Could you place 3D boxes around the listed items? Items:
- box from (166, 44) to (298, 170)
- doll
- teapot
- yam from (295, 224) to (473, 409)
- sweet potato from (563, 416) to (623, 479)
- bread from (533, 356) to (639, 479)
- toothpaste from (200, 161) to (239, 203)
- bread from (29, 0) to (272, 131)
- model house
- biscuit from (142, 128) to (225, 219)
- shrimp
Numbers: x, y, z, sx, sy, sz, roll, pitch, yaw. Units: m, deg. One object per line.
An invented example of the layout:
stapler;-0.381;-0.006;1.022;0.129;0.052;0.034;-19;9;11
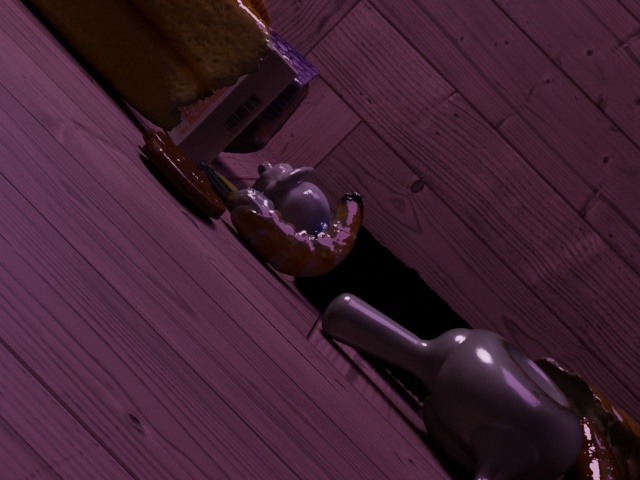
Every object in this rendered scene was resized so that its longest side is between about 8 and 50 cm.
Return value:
box;-0.137;-0.209;1.790;0.058;0.201;0.141;42;7;-31
doll;0.000;0.000;1.761;0.293;0.119;0.138;52;-25;14
teapot;0.168;0.169;1.480;0.318;0.149;0.220;48;11;24
yam;0.091;0.095;1.627;0.279;0.131;0.131;43;4;4
sweet potato;0.316;0.348;1.404;0.112;0.112;0.359;44;19;-22
bread;0.351;0.303;1.666;0.196;0.239;0.252;5;-15;35
toothpaste;-0.111;-0.050;1.682;0.049;0.031;0.204;42;3;-42
bread;-0.220;-0.300;1.719;0.362;0.233;0.245;50;4;14
model house;-0.146;-0.276;1.967;0.237;0.202;0.237;46;-11;3
biscuit;-0.164;-0.078;1.454;0.124;0.026;0.175;45;4;-24
shrimp;-0.025;-0.035;1.561;0.161;0.166;0.049;46;-29;5
